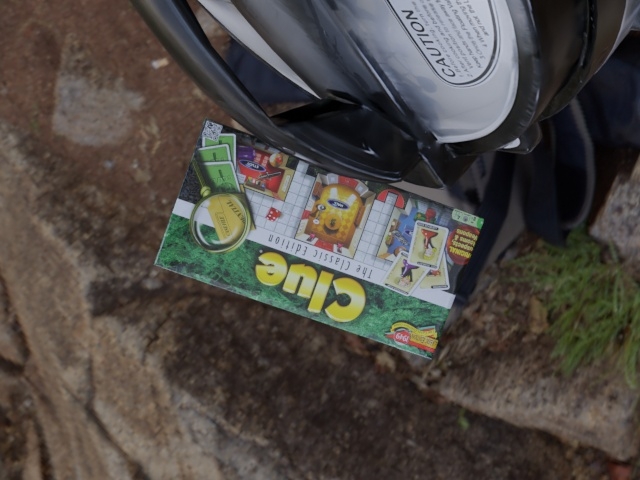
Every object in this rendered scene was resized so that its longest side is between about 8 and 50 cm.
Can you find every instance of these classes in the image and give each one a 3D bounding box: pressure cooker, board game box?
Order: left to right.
[{"bbox_3d":[0.000,0.000,0.910,0.259,0.030,0.136,19,97,-8],"label":"board game box"},{"bbox_3d":[0.057,-0.250,0.597,0.370,0.420,0.375,40,165,4],"label":"pressure cooker"}]
